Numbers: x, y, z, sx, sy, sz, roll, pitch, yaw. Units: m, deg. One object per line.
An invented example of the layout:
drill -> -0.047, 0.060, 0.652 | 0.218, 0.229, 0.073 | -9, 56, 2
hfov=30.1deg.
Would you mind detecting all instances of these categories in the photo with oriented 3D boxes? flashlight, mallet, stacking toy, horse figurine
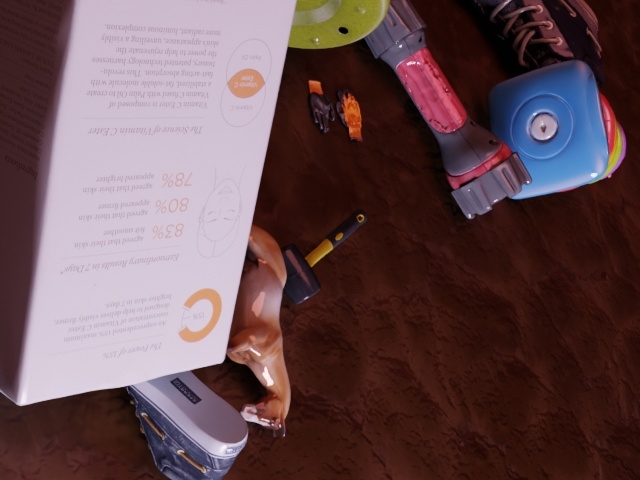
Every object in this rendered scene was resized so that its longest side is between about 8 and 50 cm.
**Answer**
flashlight -> 0.156, -0.179, 1.550 | 0.103, 0.103, 0.304 | -36, 95, -46
mallet -> 0.000, 0.000, 1.346 | 0.062, 0.039, 0.190 | 53, 38, -12
stacking toy -> 0.381, -0.139, 1.733 | 0.302, 0.165, 0.175 | 11, 68, -57
horse figurine -> -0.087, 0.050, 1.200 | 0.174, 0.066, 0.263 | 30, 44, -43

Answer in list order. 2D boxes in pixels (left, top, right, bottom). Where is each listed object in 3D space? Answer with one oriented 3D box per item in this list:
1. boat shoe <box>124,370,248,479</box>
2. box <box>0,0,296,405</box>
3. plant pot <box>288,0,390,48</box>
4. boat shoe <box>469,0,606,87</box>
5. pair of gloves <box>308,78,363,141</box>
boat shoe -> -0.149, 0.153, 1.094 | 0.183, 0.083, 0.065 | 42, 36, 22
box -> -0.177, -0.069, 0.970 | 0.215, 0.168, 0.345 | -7, 116, -46
plant pot -> -0.006, -0.429, 1.389 | 0.366, 0.366, 0.353 | 28, 62, -30
boat shoe -> 0.307, -0.336, 1.762 | 0.340, 0.127, 0.158 | 26, 44, -33
pair of gloves -> 0.019, -0.162, 1.473 | 0.083, 0.010, 0.074 | 9, 62, -40
